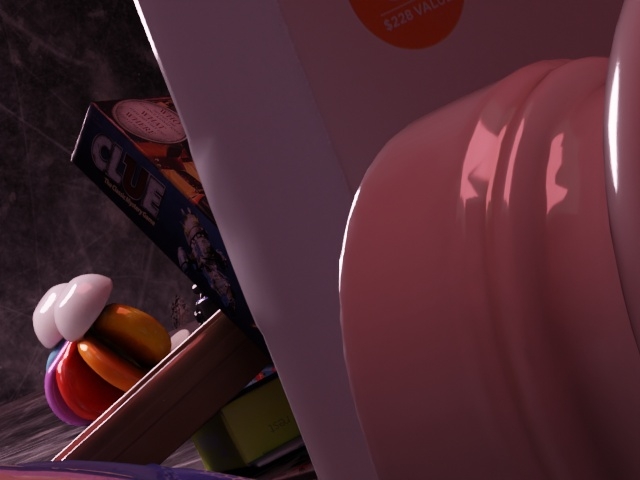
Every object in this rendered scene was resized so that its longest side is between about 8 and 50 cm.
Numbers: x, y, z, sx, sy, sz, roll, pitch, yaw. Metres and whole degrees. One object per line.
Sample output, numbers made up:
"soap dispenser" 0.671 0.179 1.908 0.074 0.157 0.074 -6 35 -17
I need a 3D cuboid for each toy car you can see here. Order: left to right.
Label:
"toy car" -0.223 0.126 1.912 0.136 0.159 0.182 -61 17 -19

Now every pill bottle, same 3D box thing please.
"pill bottle" 0.164 -0.012 0.339 0.319 0.176 0.176 -21 2 36

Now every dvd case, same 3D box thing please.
"dvd case" 0.014 0.115 0.995 0.119 0.013 0.087 -23 1 44

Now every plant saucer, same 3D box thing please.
"plant saucer" -0.099 0.102 1.105 0.278 0.041 0.278 -42 2 2

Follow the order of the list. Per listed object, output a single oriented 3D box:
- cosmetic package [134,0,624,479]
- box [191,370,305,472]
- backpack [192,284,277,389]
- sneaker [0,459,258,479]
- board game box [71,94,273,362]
"cosmetic package" 0.131 -0.068 0.709 0.377 0.284 0.097 -24 2 -32
"box" -0.016 0.097 1.118 0.109 0.042 0.178 -27 -2 -14
"backpack" -0.016 0.051 1.597 0.158 0.117 0.173 -22 2 8
"sneaker" -0.093 0.113 0.512 0.330 0.129 0.147 -21 5 43
"board game box" 0.000 0.000 1.022 0.165 0.243 0.042 -10 -47 -45
